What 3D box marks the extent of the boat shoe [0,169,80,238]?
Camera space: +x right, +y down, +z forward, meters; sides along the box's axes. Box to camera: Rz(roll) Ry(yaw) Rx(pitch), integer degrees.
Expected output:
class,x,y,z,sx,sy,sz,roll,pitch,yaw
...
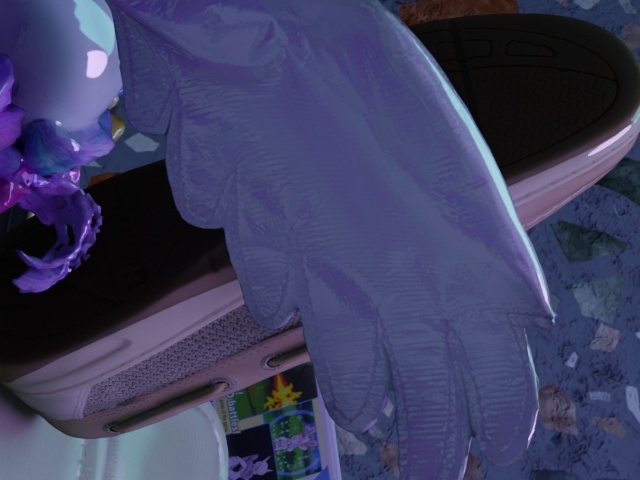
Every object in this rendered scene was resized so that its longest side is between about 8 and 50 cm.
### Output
class,x,y,z,sx,sy,sz,roll,pitch,yaw
boat shoe,-0.178,0.084,0.993,0.109,0.091,0.305,-51,141,-68

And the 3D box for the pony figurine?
class,x,y,z,sx,sy,sz,roll,pitch,yaw
pony figurine,-0.110,-0.077,0.575,0.363,0.303,0.351,-93,164,-59

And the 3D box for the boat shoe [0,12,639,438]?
class,x,y,z,sx,sy,sz,roll,pitch,yaw
boat shoe,0.000,0.000,0.720,0.098,0.302,0.109,59,9,-47

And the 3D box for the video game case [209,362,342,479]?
class,x,y,z,sx,sy,sz,roll,pitch,yaw
video game case,-0.130,0.190,1.244,0.036,0.300,0.329,-132,-150,-60

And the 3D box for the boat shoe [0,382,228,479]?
class,x,y,z,sx,sy,sz,roll,pitch,yaw
boat shoe,-0.175,0.076,0.791,0.340,0.113,0.127,30,60,-56
